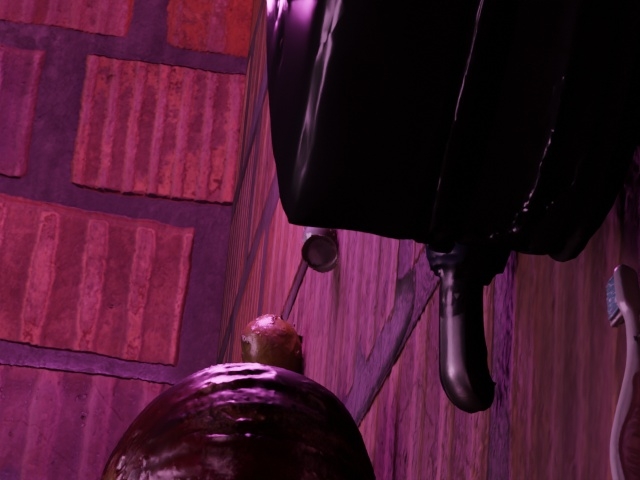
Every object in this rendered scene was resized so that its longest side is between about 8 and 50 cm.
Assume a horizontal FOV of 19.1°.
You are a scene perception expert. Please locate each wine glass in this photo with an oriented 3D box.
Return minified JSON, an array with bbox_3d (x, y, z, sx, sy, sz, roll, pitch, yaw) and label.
[{"bbox_3d":[0.000,0.000,1.927,0.039,0.042,0.083,-41,15,12],"label":"wine glass"}]

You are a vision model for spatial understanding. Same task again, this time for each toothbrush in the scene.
[{"bbox_3d":[0.127,0.090,0.766,0.022,0.017,0.204,120,160,-46],"label":"toothbrush"}]

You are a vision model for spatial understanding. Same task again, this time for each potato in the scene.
[{"bbox_3d":[-0.058,0.141,2.113,0.138,0.070,0.092,102,171,-48],"label":"potato"}]

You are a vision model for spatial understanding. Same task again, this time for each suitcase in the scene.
[{"bbox_3d":[0.062,-0.180,0.900,0.345,0.188,0.339,-100,20,-63],"label":"suitcase"}]

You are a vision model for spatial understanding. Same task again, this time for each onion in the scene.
[{"bbox_3d":[-0.056,0.217,1.411,0.206,0.216,0.207,-97,23,-54],"label":"onion"}]

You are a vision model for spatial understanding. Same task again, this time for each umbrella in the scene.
[{"bbox_3d":[0.087,-0.027,1.097,0.071,0.070,0.248,114,159,-68],"label":"umbrella"}]
